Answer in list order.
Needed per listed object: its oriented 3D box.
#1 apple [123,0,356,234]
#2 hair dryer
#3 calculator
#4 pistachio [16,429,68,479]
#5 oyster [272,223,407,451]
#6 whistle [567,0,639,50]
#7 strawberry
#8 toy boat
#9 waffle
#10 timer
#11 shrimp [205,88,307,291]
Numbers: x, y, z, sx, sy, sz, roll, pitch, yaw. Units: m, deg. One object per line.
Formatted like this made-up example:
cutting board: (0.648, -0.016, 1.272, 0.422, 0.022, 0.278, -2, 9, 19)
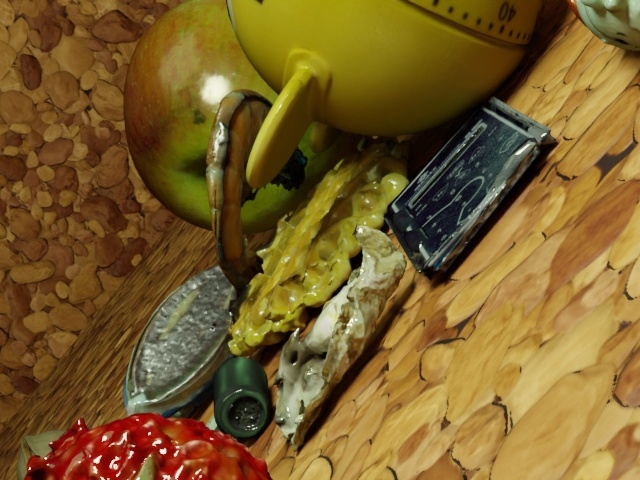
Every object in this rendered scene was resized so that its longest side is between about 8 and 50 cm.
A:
apple: (-0.112, -0.169, 1.752, 0.339, 0.339, 0.339, -49, 11, 13)
hair dryer: (-0.115, 0.215, 1.269, 0.197, 0.057, 0.100, -58, 10, 10)
calculator: (0.130, -0.056, 1.170, 0.165, 0.028, 0.274, -50, 11, 7)
pistachio: (-0.385, 0.327, 1.819, 0.113, 0.113, 0.149, -53, 16, -6)
oyster: (0.015, 0.096, 1.100, 0.200, 0.061, 0.106, -57, 26, 21)
whistle: (0.244, -0.208, 1.003, 0.106, 0.102, 0.253, -50, 13, 22)
strawberry: (-0.103, 0.209, 0.888, 0.205, 0.205, 0.244, -49, -3, 13)
toy boat: (-0.152, 0.131, 1.540, 0.262, 0.114, 0.115, -57, -21, -26)
waffle: (-0.003, -0.002, 1.458, 0.307, 0.060, 0.312, -47, 12, 11)
timer: (0.043, -0.243, 1.332, 0.387, 0.376, 0.376, -61, 7, 20)
shrimp: (-0.072, -0.050, 1.455, 0.290, 0.054, 0.222, 20, -107, -74)
